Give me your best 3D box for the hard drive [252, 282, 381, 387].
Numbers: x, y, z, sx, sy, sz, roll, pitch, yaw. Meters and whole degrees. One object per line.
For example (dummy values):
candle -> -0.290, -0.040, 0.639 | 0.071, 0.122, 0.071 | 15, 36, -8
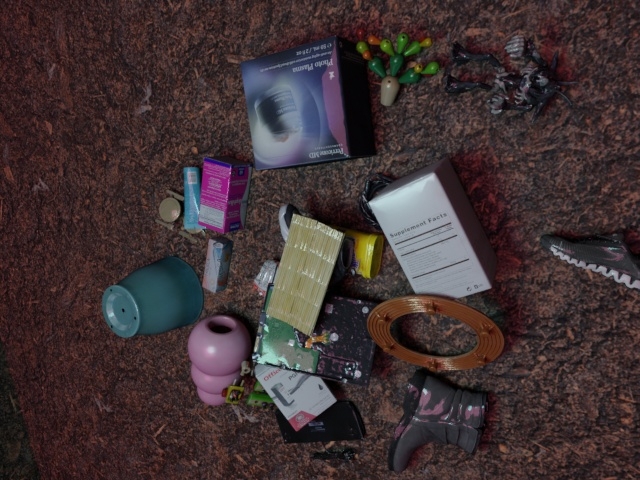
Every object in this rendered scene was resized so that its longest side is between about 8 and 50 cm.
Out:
hard drive -> -0.008, 0.266, 1.344 | 0.339, 0.064, 0.236 | 9, 80, 9

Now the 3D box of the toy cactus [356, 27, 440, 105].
toy cactus -> 0.184, -0.432, 1.179 | 0.219, 0.112, 0.180 | 16, 132, 7

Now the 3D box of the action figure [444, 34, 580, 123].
action figure -> 0.414, -0.356, 1.038 | 0.276, 0.141, 0.164 | 20, 108, 28

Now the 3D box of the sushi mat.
sushi mat -> -0.046, 0.093, 1.258 | 0.151, 0.019, 0.316 | 25, 110, 22

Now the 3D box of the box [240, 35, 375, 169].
box -> -0.030, -0.350, 1.261 | 0.296, 0.183, 0.293 | -3, 100, 30

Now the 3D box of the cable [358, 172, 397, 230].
cable -> 0.188, -0.089, 1.268 | 0.185, 0.047, 0.150 | 28, 110, 20

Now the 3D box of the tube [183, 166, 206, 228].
tube -> -0.427, -0.141, 1.583 | 0.080, 0.052, 0.207 | 0, 94, 20

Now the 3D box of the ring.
ring -> 0.281, 0.248, 1.182 | 0.337, 0.032, 0.336 | 11, 140, 9

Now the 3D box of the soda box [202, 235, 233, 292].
soda box -> -0.349, 0.082, 1.595 | 0.063, 0.058, 0.183 | 21, 110, 24

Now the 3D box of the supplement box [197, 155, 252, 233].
supplement box -> -0.303, -0.147, 1.492 | 0.114, 0.111, 0.220 | 19, 110, 24

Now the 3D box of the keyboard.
keyboard -> 0.003, 0.627, 1.528 | 0.317, 0.033, 0.201 | -17, 90, 31

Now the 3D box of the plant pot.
plant pot -> -0.597, 0.211, 1.645 | 0.272, 0.255, 0.271 | 6, 102, 27

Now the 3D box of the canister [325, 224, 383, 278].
canister -> 0.083, 0.028, 1.337 | 0.170, 0.073, 0.126 | 13, 106, 28

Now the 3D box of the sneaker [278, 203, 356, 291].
sneaker -> 0.000, 0.000, 1.285 | 0.153, 0.101, 0.268 | -27, 89, 31

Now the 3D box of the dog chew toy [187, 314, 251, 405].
dog chew toy -> -0.346, 0.418, 1.588 | 0.207, 0.207, 0.331 | 23, 118, 23

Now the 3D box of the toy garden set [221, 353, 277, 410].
toy garden set -> -0.186, 0.451, 1.511 | 0.204, 0.049, 0.244 | 17, 115, -22

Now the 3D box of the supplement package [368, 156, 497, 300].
supplement package -> 0.276, -0.021, 1.131 | 0.175, 0.177, 0.292 | -23, 99, 31

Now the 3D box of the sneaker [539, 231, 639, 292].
sneaker -> 0.615, 0.020, 1.041 | 0.234, 0.078, 0.106 | 26, 109, 18

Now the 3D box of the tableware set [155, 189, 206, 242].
tableware set -> -0.474, -0.087, 1.640 | 0.194, 0.039, 0.128 | 24, 96, 17

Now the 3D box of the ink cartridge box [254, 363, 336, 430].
ink cartridge box -> -0.077, 0.436, 1.432 | 0.159, 0.092, 0.217 | -35, 96, -8

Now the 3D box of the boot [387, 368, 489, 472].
boot -> 0.321, 0.538, 1.291 | 0.223, 0.118, 0.338 | 18, 113, 19

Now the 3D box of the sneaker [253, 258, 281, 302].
sneaker -> -0.144, 0.193, 1.488 | 0.145, 0.090, 0.270 | 19, 105, 26
